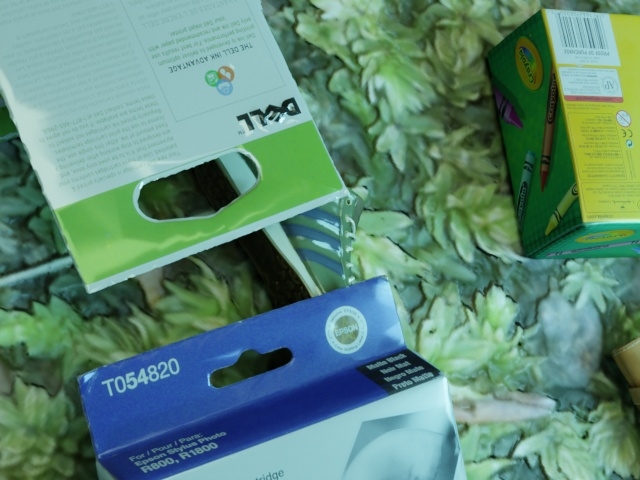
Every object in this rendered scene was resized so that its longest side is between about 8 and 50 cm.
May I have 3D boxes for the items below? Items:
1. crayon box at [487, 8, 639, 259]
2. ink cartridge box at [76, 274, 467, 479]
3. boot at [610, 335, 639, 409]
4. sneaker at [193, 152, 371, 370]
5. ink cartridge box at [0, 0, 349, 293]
[{"bbox_3d":[0.275,-0.076,1.114,0.278,0.081,0.165,0,72,-25],"label":"crayon box"},{"bbox_3d":[-0.014,0.155,0.878,0.223,0.045,0.224,-18,98,-29],"label":"ink cartridge box"},{"bbox_3d":[0.312,0.099,1.074,0.197,0.073,0.152,-27,79,-33],"label":"boot"},{"bbox_3d":[0.000,0.000,0.969,0.086,0.064,0.192,-28,81,-25],"label":"sneaker"},{"bbox_3d":[-0.127,-0.100,0.928,0.189,0.097,0.255,-21,81,-27],"label":"ink cartridge box"}]
